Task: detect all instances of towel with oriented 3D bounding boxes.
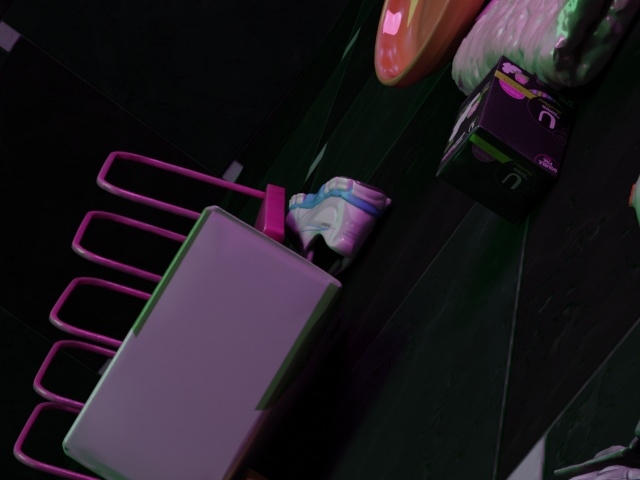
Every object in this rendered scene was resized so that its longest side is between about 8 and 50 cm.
[{"bbox_3d":[0.210,-0.243,1.361,0.317,0.053,0.332,-59,6,-1],"label":"towel"}]

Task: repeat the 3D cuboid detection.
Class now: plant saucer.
[{"bbox_3d":[0.102,-0.218,1.584,0.200,0.037,0.200,-161,90,-76],"label":"plant saucer"}]

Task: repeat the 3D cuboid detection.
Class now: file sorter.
[{"bbox_3d":[-0.160,0.080,1.797,0.202,0.182,0.291,-92,19,-77],"label":"file sorter"}]

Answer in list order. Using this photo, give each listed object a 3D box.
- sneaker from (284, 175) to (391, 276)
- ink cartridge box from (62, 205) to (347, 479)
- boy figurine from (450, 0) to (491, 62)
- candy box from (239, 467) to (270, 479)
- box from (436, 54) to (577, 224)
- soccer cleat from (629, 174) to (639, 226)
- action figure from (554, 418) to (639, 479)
[{"bbox_3d":[0.000,0.000,1.749,0.083,0.071,0.190,-67,9,-16],"label":"sneaker"},{"bbox_3d":[-0.077,0.104,1.433,0.201,0.117,0.278,-59,-6,-6],"label":"ink cartridge box"},{"bbox_3d":[0.169,-0.288,1.677,0.285,0.092,0.177,-57,4,36],"label":"boy figurine"},{"bbox_3d":[-0.055,0.229,1.242,0.109,0.053,0.187,-57,6,7],"label":"candy box"},{"bbox_3d":[0.119,-0.064,1.205,0.052,0.062,0.083,-51,10,40],"label":"box"},{"bbox_3d":[0.192,-0.082,0.802,0.196,0.068,0.076,-67,13,-7],"label":"soccer cleat"},{"bbox_3d":[0.065,0.146,0.606,0.285,0.099,0.185,-57,-3,-15],"label":"action figure"}]
